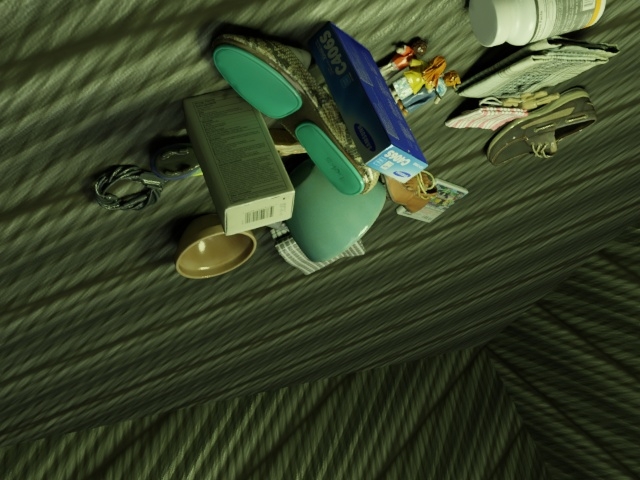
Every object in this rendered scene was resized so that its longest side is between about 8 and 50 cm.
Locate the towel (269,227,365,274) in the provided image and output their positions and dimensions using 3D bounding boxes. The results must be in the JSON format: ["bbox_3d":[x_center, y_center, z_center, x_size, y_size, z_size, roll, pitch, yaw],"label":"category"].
[{"bbox_3d":[0.000,0.000,2.341,0.235,0.121,0.283,-28,154,10],"label":"towel"}]

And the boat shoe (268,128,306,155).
[{"bbox_3d":[-0.086,-0.243,1.886,0.170,0.063,0.059,-4,144,-33],"label":"boat shoe"}]

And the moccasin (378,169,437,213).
[{"bbox_3d":[0.261,-0.176,2.208,0.147,0.139,0.380,-33,153,16],"label":"moccasin"}]

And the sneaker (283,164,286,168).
[{"bbox_3d":[-0.120,-0.191,1.981,0.057,0.047,0.119,-30,161,-1],"label":"sneaker"}]

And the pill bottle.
[{"bbox_3d":[0.494,-0.541,1.702,0.278,0.162,0.162,-17,153,-12],"label":"pill bottle"}]

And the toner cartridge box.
[{"bbox_3d":[0.100,-0.299,1.614,0.075,0.348,0.165,-36,151,26],"label":"toner cartridge box"}]

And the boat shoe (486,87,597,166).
[{"bbox_3d":[0.680,-0.327,2.283,0.355,0.130,0.132,-33,152,18],"label":"boat shoe"}]

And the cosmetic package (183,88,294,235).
[{"bbox_3d":[-0.184,-0.181,1.643,0.160,0.310,0.113,-15,152,-15],"label":"cosmetic package"}]

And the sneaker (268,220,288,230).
[{"bbox_3d":[-0.168,-0.097,2.067,0.118,0.110,0.292,-11,159,17],"label":"sneaker"}]

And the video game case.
[{"bbox_3d":[0.378,-0.135,2.514,0.183,0.023,0.201,-40,149,29],"label":"video game case"}]

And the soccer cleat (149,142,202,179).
[{"bbox_3d":[-0.270,-0.202,1.793,0.289,0.094,0.121,-9,-170,-24],"label":"soccer cleat"}]

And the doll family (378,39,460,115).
[{"bbox_3d":[0.258,-0.386,1.840,0.163,0.118,0.263,-32,153,15],"label":"doll family"}]

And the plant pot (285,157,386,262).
[{"bbox_3d":[0.005,-0.112,2.018,0.290,0.290,0.195,-36,115,24],"label":"plant pot"}]

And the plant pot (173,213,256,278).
[{"bbox_3d":[-0.309,0.000,2.100,0.237,0.110,0.237,-19,154,-9],"label":"plant pot"}]

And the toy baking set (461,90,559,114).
[{"bbox_3d":[0.534,-0.390,2.086,0.256,0.030,0.196,-10,175,27],"label":"toy baking set"}]

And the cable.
[{"bbox_3d":[-0.475,-0.124,1.817,0.184,0.047,0.150,3,148,-47],"label":"cable"}]

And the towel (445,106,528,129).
[{"bbox_3d":[0.476,-0.348,2.125,0.197,0.029,0.144,-5,174,-32],"label":"towel"}]

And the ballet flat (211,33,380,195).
[{"bbox_3d":[-0.030,-0.306,1.638,0.483,0.182,0.164,43,147,-23],"label":"ballet flat"}]

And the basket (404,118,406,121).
[{"bbox_3d":[0.159,-0.286,1.901,0.113,0.167,0.103,-24,147,0],"label":"basket"}]

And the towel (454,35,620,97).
[{"bbox_3d":[0.572,-0.440,1.956,0.312,0.056,0.324,-5,169,-34],"label":"towel"}]
